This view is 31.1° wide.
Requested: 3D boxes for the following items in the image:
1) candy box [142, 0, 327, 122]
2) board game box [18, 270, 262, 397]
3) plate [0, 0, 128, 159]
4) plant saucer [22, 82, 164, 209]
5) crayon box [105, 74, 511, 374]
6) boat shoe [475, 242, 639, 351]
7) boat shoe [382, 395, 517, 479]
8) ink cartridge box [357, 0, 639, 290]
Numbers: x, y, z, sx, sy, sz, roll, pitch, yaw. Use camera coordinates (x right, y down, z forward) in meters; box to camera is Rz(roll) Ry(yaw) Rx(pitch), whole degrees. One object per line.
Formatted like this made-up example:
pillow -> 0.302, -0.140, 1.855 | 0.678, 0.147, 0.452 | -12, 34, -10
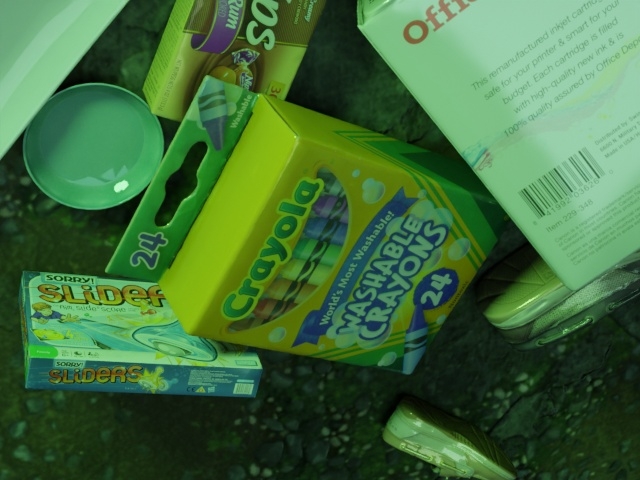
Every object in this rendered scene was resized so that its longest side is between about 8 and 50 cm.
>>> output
candy box -> -0.064, -0.182, 0.957 | 0.109, 0.053, 0.187 | 14, 116, -26
board game box -> -0.164, 0.084, 1.032 | 0.201, 0.136, 0.035 | 5, 118, -21
plate -> -0.294, -0.174, 0.842 | 0.277, 0.045, 0.278 | -50, 146, 8
plant saucer -> -0.195, -0.084, 0.992 | 0.119, 0.021, 0.119 | -8, 122, -12
crayon box -> 0.000, 0.000, 1.028 | 0.322, 0.083, 0.203 | 15, 115, -37
boat shoe -> 0.298, 0.020, 1.166 | 0.285, 0.103, 0.092 | -31, 129, 6
boat shoe -> 0.139, 0.229, 1.263 | 0.170, 0.063, 0.059 | 32, 109, -20
ink cartridge box -> 0.208, -0.146, 0.963 | 0.226, 0.131, 0.306 | -35, 109, 16
